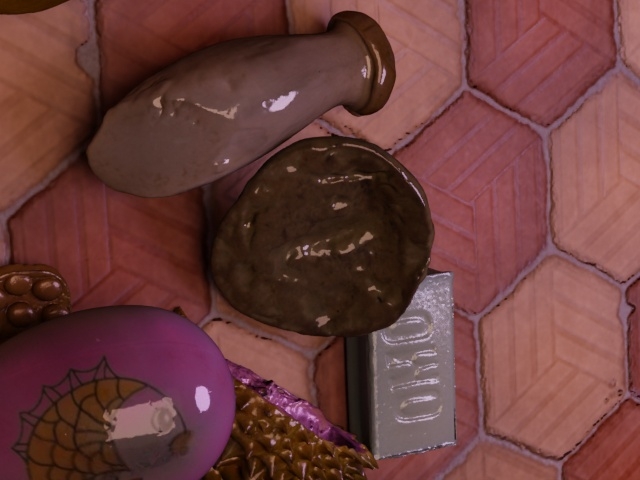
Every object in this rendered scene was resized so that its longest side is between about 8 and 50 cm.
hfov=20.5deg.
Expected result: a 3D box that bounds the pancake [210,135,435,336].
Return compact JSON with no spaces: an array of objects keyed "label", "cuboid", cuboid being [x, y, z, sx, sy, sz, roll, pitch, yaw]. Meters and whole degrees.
[{"label":"pancake","cuboid":[0.000,0.000,1.792,0.242,0.050,0.242,-4,121,-7]}]

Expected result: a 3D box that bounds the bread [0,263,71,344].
[{"label":"bread","cuboid":[-0.286,0.070,1.690,0.110,0.024,0.110,-9,107,-30]}]

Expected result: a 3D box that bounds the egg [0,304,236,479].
[{"label":"egg","cuboid":[-0.213,0.162,1.638,0.271,0.196,0.196,-18,108,-1]}]

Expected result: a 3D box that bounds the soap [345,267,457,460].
[{"label":"soap","cuboid":[0.088,0.131,1.917,0.115,0.063,0.198,-9,101,-30]}]

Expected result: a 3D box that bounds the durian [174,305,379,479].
[{"label":"durian","cuboid":[-0.064,0.221,1.812,0.260,0.154,0.186,22,109,-25]}]

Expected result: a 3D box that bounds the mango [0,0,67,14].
[{"label":"mango","cuboid":[-0.320,-0.342,1.532,0.365,0.182,0.253,44,71,-41]}]

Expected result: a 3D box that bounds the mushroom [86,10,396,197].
[{"label":"mushroom","cuboid":[-0.071,-0.137,1.746,0.350,0.128,0.128,-22,108,-33]}]
